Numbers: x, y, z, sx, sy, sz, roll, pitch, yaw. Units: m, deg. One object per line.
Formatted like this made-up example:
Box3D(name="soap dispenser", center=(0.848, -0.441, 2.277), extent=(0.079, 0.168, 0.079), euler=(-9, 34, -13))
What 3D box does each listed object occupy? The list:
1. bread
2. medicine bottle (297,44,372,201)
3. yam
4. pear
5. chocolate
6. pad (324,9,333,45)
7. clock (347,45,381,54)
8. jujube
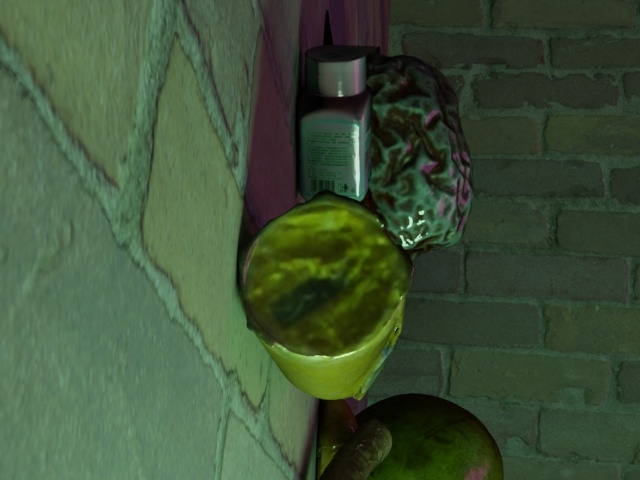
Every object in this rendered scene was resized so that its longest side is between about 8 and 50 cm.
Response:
Box3D(name="bread", center=(0.030, 0.362, 1.759), extent=(0.114, 0.077, 0.189), euler=(24, 71, -79))
Box3D(name="medicine bottle", center=(0.020, -0.156, 1.330), extent=(0.119, 0.094, 0.188), euler=(-74, 165, -63))
Box3D(name="yam", center=(0.039, 0.378, 1.566), extent=(0.356, 0.081, 0.081), euler=(-36, 129, -66))
Box3D(name="pear", center=(0.178, 0.466, 1.985), extent=(0.413, 0.351, 0.352), euler=(-47, 139, -81))
Box3D(name="chocolate", center=(0.018, 0.094, 1.117), extent=(0.445, 0.162, 0.162), euler=(78, 15, -72))
Box3D(name="pad", center=(0.016, -0.224, 1.710), extent=(0.300, 0.005, 0.202), euler=(74, 19, -71))
Box3D(name="clock", center=(0.080, -0.283, 1.945), extent=(0.192, 0.071, 0.147), euler=(-81, 172, -66))
Box3D(name="jujube", center=(0.114, -0.123, 1.511), extent=(0.226, 0.225, 0.317), euler=(62, 20, -79))
